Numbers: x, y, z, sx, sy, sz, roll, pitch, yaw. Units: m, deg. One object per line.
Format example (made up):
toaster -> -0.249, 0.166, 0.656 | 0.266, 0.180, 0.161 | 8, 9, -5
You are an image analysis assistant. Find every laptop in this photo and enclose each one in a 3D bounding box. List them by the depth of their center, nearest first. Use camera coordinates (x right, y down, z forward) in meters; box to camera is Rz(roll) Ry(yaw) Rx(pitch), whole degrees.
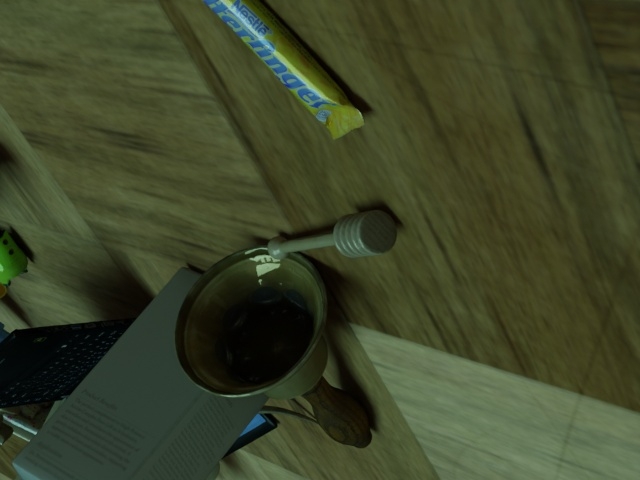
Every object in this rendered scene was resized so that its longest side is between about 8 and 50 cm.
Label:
laptop -> -0.228, 0.181, 1.309 | 0.234, 0.264, 0.136 | -36, 66, 43

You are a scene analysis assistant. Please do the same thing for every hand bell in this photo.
hand bell -> -0.007, 0.116, 1.054 | 0.126, 0.126, 0.242 | 22, 163, 34

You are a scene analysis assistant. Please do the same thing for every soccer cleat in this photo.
soccer cleat -> -0.398, -0.001, 1.442 | 0.179, 0.060, 0.072 | 13, 134, 35

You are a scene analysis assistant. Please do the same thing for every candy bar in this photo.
candy bar -> -0.036, -0.123, 0.764 | 0.161, 0.018, 0.040 | 45, 155, -10

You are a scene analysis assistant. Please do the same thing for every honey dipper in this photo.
honey dipper -> 0.000, 0.000, 0.902 | 0.030, 0.030, 0.160 | 49, 156, -17

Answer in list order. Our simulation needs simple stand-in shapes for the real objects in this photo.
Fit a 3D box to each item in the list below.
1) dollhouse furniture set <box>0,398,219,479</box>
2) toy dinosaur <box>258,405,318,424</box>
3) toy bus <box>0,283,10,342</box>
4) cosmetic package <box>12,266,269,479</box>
dollhouse furniture set -> -0.253, 0.228, 1.629 | 0.303, 0.174, 0.355 | 28, -175, -1
toy dinosaur -> -0.121, 0.171, 1.237 | 0.211, 0.112, 0.064 | -17, 78, 33
toy bus -> -0.483, 0.117, 1.569 | 0.211, 0.220, 0.149 | 41, 151, -16
cosmetic package -> -0.135, 0.143, 1.085 | 0.117, 0.231, 0.085 | 22, 149, 36
